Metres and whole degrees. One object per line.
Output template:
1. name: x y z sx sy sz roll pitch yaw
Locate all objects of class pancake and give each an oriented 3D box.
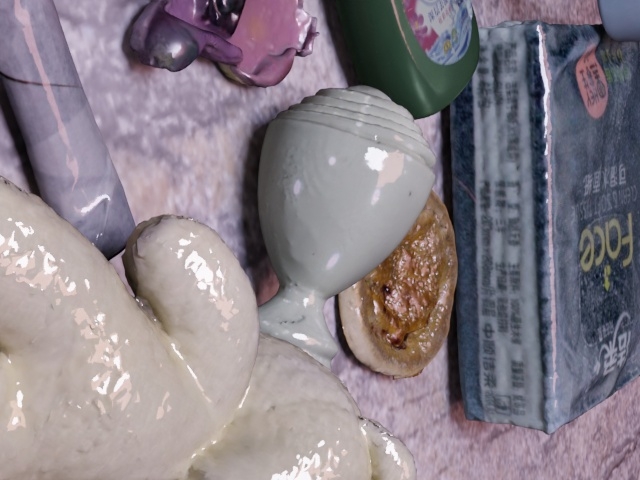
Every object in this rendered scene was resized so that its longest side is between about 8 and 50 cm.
1. pancake: 0.059 0.027 0.782 0.151 0.025 0.152 -3 94 -56

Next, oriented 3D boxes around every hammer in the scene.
1. hammer: -0.149 -0.181 0.452 0.152 0.044 0.427 -45 128 -43

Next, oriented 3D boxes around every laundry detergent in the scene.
1. laundry detergent: 0.048 -0.197 0.719 0.137 0.063 0.211 -50 129 -43

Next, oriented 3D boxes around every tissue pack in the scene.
1. tissue pack: 0.195 -0.021 0.906 0.228 0.103 0.316 -14 103 -53

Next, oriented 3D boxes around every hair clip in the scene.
1. hair clip: -0.040 -0.175 0.610 0.146 0.056 0.187 11 93 -56

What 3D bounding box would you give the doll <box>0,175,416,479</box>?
1. doll: -0.096 0.075 0.504 0.278 0.175 0.149 43 17 -36

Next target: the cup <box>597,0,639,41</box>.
1. cup: 0.271 -0.355 0.826 0.331 0.257 0.311 52 43 -5

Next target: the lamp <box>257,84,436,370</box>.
1. lamp: 0.000 0.000 0.640 0.106 0.106 0.193 25 83 -53
